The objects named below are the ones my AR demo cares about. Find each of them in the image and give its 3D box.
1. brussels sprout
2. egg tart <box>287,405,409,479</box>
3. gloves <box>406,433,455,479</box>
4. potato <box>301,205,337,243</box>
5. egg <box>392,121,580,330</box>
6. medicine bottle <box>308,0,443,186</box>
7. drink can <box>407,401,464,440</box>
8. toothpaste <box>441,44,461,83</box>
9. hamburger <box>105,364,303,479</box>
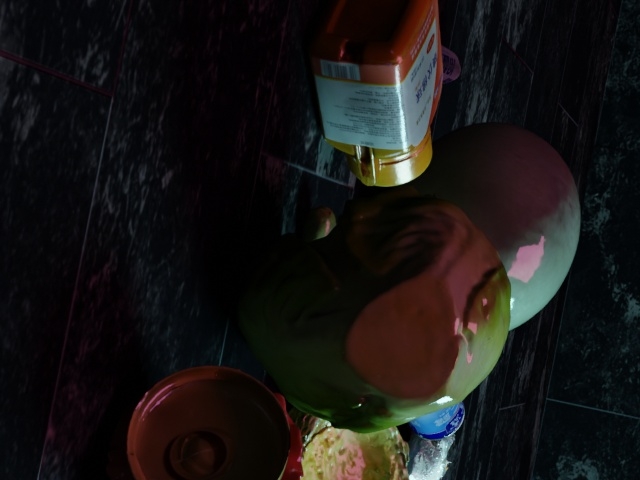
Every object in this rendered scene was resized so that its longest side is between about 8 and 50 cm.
[{"bbox_3d":[0.056,0.068,1.413,0.227,0.259,0.294,60,-6,-14],"label":"brussels sprout"},{"bbox_3d":[0.012,0.268,1.607,0.213,0.090,0.212,2,87,-39],"label":"egg tart"},{"bbox_3d":[0.148,0.358,2.169,0.153,0.070,0.114,-50,155,-44],"label":"gloves"},{"bbox_3d":[0.000,0.000,1.563,0.051,0.040,0.083,-61,156,-56],"label":"potato"},{"bbox_3d":[0.209,-0.015,1.840,0.352,0.259,0.258,-56,151,-46],"label":"egg"},{"bbox_3d":[0.067,-0.172,1.553,0.222,0.112,0.149,79,28,-48],"label":"medicine bottle"},{"bbox_3d":[0.152,0.216,2.057,0.235,0.097,0.097,65,40,-63],"label":"drink can"},{"bbox_3d":[0.128,-0.241,1.812,0.297,0.048,0.074,4,96,-69],"label":"toothpaste"},{"bbox_3d":[-0.098,0.201,1.209,0.137,0.175,0.175,98,13,-55],"label":"hamburger"}]
